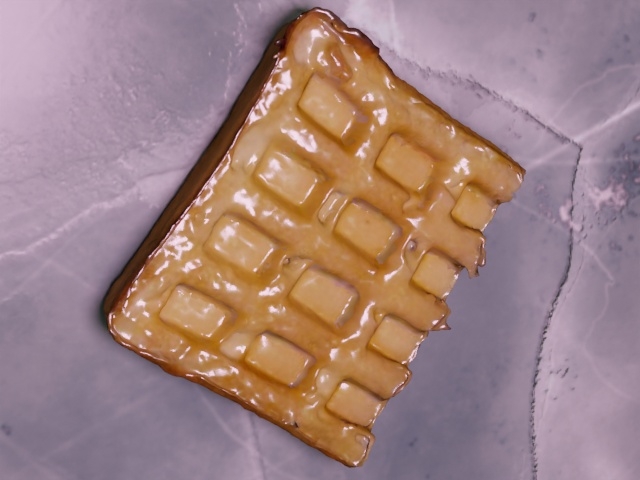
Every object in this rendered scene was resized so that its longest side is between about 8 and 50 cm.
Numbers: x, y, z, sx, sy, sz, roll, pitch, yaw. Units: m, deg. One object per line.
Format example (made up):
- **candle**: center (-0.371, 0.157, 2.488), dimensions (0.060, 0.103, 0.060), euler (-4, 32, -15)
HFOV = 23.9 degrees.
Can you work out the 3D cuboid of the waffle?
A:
- **waffle**: center (0.000, 0.001, 1.394), dimensions (0.304, 0.077, 0.348), euler (33, 88, -24)
